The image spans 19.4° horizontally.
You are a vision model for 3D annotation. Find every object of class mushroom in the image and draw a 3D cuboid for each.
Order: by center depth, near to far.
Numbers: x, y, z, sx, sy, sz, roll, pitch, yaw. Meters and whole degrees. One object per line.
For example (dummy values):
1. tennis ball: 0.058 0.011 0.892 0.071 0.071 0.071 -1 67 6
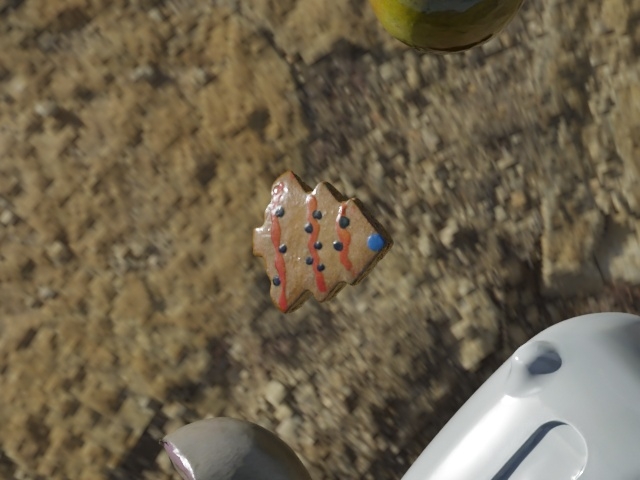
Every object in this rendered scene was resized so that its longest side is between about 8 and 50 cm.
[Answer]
1. mushroom: -0.060 0.243 1.712 0.117 0.141 0.188 -25 88 -1

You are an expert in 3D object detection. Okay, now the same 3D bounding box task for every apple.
1. apple: 0.060 -0.137 0.918 0.074 0.090 0.089 -26 61 46

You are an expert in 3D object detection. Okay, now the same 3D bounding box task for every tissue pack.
1. tissue pack: 0.186 0.224 1.450 0.333 0.236 0.229 -52 50 16

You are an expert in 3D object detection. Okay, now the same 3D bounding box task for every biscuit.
1. biscuit: 0.000 0.000 1.544 0.130 0.019 0.119 -3 90 31
